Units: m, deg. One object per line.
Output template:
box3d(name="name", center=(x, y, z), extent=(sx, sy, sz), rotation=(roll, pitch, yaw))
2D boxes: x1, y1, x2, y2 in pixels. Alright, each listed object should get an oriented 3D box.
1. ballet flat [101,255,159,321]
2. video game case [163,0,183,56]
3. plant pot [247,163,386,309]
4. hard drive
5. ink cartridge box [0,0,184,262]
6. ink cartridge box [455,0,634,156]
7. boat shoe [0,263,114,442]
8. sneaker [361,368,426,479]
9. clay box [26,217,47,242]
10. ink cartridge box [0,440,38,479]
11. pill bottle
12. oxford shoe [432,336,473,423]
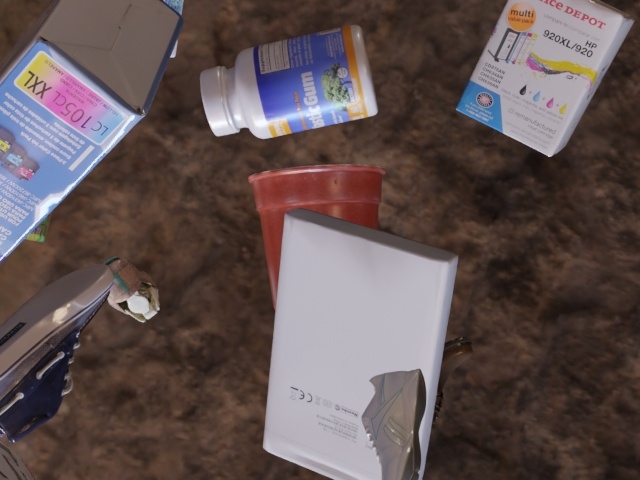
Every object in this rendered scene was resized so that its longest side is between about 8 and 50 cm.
box3d(name="ballet flat", center=(-0.399, 0.119, 2.151), extent=(0.107, 0.106, 0.316), rotation=(-43, 169, -4))
box3d(name="video game case", center=(-0.283, -0.345, 1.530), extent=(0.019, 0.157, 0.143), rotation=(44, -49, 43))
box3d(name="plant pot", center=(0.000, 0.000, 1.974), extent=(0.272, 0.272, 0.265), rotation=(-8, -95, 56))
box3d(name="hard drive", center=(0.043, 0.154, 1.324), extent=(0.233, 0.047, 0.353), rotation=(17, -66, 26))
box3d(name="ink cartridge box", center=(-0.366, -0.141, 1.265), extent=(0.395, 0.151, 0.270), rotation=(-37, -155, 28))
box3d(name="ink cartridge box", center=(0.350, -0.278, 1.572), extent=(0.171, 0.168, 0.232), rotation=(29, -70, 14))
box3d(name="boat shoe", center=(-0.470, 0.195, 1.751), extent=(0.127, 0.158, 0.340), rotation=(10, -137, 48))
box3d(name="sneaker", center=(0.073, 0.205, 1.049), extent=(0.061, 0.053, 0.152), rotation=(-2, -126, 17))
box3d(name="clay box", center=(-0.495, -0.079, 1.781), extent=(0.222, 0.053, 0.127), rotation=(137, -38, -69))
box3d(name="ink cartridge box", center=(-0.633, 0.444, 1.869), extent=(0.121, 0.289, 0.211), rotation=(-42, -133, -9))
box3d(name="pill bottle", center=(-0.051, -0.251, 1.657), extent=(0.272, 0.152, 0.152), rotation=(-12, -126, 6))
box3d(name="oxford shoe", center=(0.179, 0.255, 1.682), extent=(0.227, 0.083, 0.096), rotation=(-46, -119, 6))
